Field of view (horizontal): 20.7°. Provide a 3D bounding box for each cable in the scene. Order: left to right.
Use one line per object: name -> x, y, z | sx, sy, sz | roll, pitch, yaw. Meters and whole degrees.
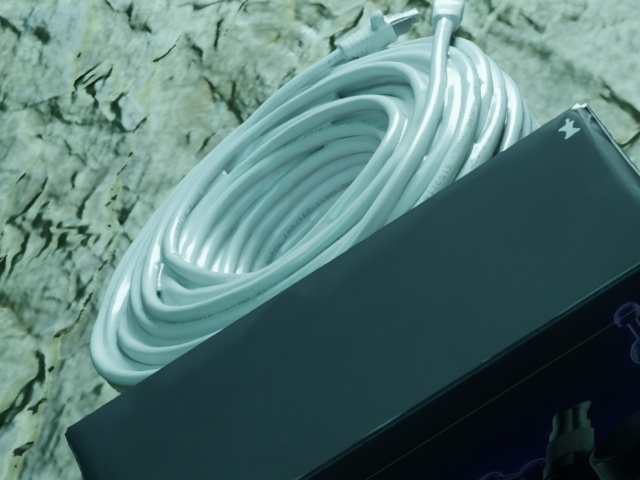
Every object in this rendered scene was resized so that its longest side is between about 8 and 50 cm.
cable -> 0.000, 0.000, 0.910 | 0.257, 0.089, 0.257 | -33, 25, 15

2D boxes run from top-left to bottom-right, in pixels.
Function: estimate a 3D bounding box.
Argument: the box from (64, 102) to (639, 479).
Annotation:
box -> 0.052, 0.091, 0.765 | 0.261, 0.184, 0.103 | -33, 42, 1
